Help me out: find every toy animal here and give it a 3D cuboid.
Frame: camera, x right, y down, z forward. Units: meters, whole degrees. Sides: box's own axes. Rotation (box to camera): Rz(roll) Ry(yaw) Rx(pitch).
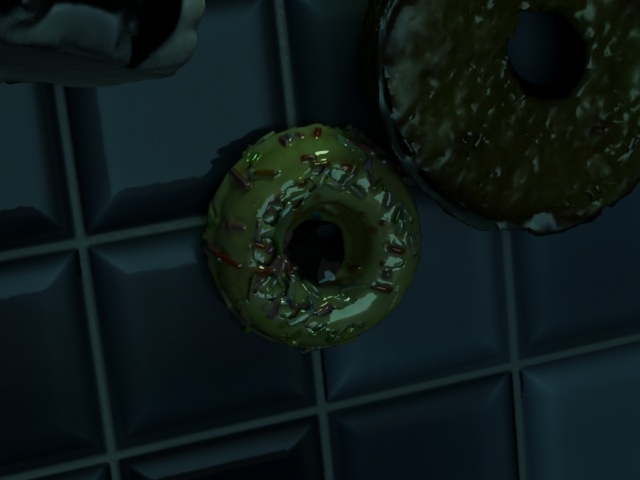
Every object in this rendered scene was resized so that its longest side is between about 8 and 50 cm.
[{"bbox_3d":[-0.187,-0.179,0.961,0.208,0.204,0.156,7,86,-40],"label":"toy animal"}]

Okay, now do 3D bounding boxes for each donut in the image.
[{"bbox_3d":[0.000,0.000,1.138,0.174,0.068,0.175,-5,106,-19],"label":"donut"},{"bbox_3d":[0.145,-0.138,1.143,0.272,0.107,0.272,-7,110,-19],"label":"donut"}]
